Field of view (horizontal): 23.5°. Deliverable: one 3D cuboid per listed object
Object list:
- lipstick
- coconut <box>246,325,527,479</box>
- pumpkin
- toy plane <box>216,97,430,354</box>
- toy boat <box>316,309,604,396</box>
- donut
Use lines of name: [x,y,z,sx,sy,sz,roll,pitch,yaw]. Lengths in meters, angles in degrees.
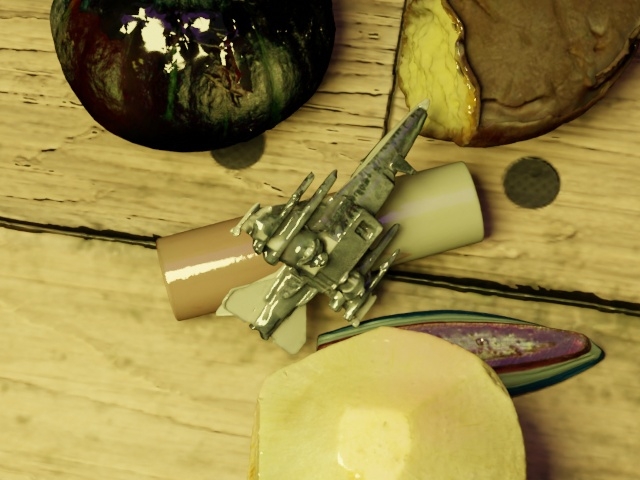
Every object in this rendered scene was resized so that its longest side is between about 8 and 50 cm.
lipstick: [0.000,0.000,1.230,0.254,0.070,0.070,-15,68,-3]
coconut: [0.046,0.175,1.074,0.197,0.237,0.237,10,69,5]
pumpkin: [-0.103,-0.179,1.259,0.233,0.163,0.233,1,58,-2]
toy plane: [0.015,-0.006,1.153,0.234,0.160,0.082,-45,41,7]
toy boat: [0.109,0.089,1.205,0.229,0.046,0.080,-2,69,4]
donut: [0.141,-0.258,1.247,0.259,0.136,0.345,-24,96,-28]
